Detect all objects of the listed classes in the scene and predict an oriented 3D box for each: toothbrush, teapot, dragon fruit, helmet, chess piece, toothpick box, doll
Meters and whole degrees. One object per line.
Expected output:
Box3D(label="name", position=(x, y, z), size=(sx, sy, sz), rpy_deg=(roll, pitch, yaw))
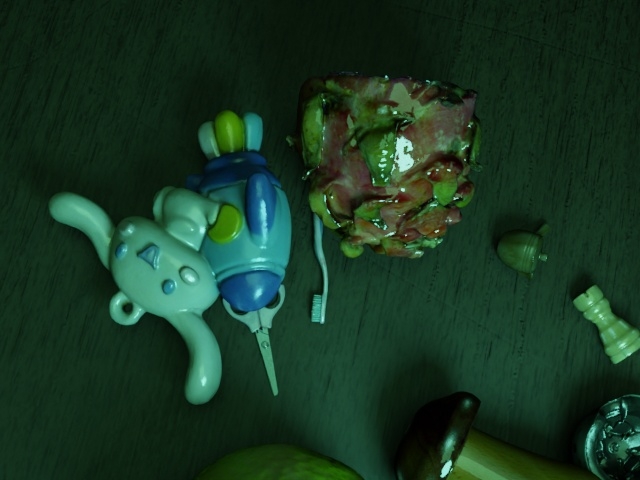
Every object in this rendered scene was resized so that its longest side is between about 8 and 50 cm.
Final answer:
Box3D(label="toothbrush", position=(0.000, 0.000, 1.398), size=(0.027, 0.021, 0.269), rpy_deg=(4, 76, -11))
Box3D(label="teapot", position=(0.339, 0.011, 1.421), size=(0.080, 0.085, 0.110), rpy_deg=(18, 44, 21))
Box3D(label="dragon fruit", position=(0.087, -0.101, 1.307), size=(0.296, 0.314, 0.263), rpy_deg=(8, 92, 5))
Box3D(label="helmet", position=(0.456, 0.323, 1.328), size=(0.176, 0.107, 0.153), rpy_deg=(-14, 75, -28))
Box3D(label="chess piece", position=(0.462, 0.131, 1.397), size=(0.066, 0.066, 0.122), rpy_deg=(-31, 76, -12))
Box3D(label="toothpick box", position=(0.252, 0.345, 1.242), size=(0.294, 0.192, 0.192), rpy_deg=(26, 75, 9))
Box3D(label="doll", position=(-0.172, -0.007, 1.296), size=(0.365, 0.187, 0.376), rpy_deg=(-39, 98, -7))

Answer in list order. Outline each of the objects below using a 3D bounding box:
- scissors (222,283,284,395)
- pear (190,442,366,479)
Box3D(label="scissors", position=(-0.090, 0.149, 1.357), size=(0.100, 0.015, 0.189), rpy_deg=(-12, 80, -7))
Box3D(label="pear", position=(-0.050, 0.441, 1.111), size=(0.390, 0.391, 0.391), rpy_deg=(1, 76, -6))
